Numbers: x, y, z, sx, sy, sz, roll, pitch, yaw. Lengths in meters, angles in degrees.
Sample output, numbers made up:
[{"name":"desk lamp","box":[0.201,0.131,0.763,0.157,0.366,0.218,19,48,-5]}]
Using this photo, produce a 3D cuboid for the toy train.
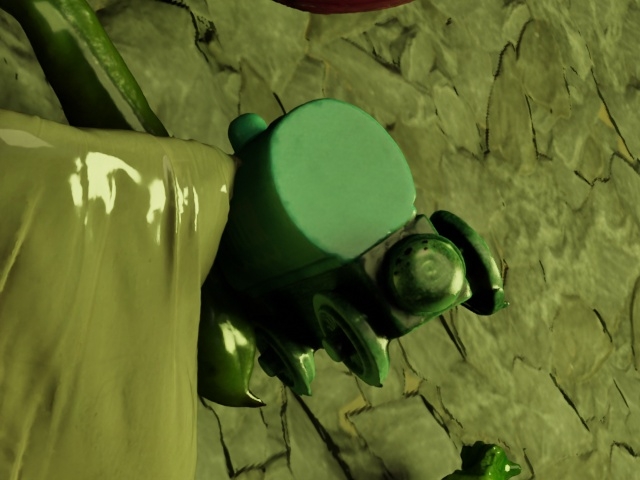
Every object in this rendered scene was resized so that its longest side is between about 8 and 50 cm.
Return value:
[{"name":"toy train","box":[0.000,0.000,0.877,0.101,0.248,0.159,-36,95,-17]}]

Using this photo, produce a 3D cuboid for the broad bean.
[{"name":"broad bean","box":[-0.111,-0.039,0.871,0.056,0.098,0.318,-41,105,-36]}]

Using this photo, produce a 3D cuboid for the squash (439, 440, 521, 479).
[{"name":"squash","box":[0.048,0.276,0.891,0.107,0.107,0.395,44,46,-23]}]

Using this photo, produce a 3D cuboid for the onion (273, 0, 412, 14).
[{"name":"onion","box":[-0.023,-0.307,0.954,0.358,0.345,0.358,14,73,-57]}]

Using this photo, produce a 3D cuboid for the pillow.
[{"name":"pillow","box":[-0.115,0.064,0.766,0.173,0.067,0.270,-3,111,-40]}]
